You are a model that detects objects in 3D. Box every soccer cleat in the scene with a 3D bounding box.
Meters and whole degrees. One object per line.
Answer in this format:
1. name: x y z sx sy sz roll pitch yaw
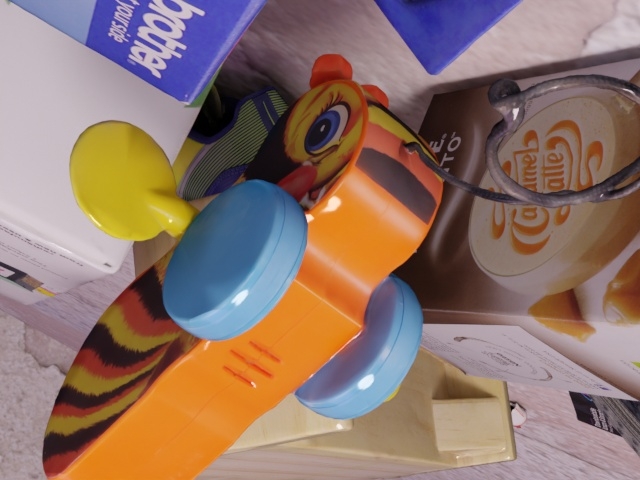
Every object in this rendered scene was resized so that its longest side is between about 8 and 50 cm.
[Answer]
1. soccer cleat: 0.183 0.180 1.246 0.083 0.029 0.035 9 147 39
2. soccer cleat: -0.099 -0.075 0.864 0.289 0.093 0.121 12 128 52

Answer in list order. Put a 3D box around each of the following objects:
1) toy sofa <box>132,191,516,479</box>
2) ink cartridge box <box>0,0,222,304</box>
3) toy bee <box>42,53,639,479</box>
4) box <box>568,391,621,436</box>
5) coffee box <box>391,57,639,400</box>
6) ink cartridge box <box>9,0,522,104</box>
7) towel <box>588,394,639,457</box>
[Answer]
1. toy sofa: -0.003 0.082 0.791 0.177 0.150 0.362 -14 162 23
2. ink cartridge box: -0.157 -0.079 0.688 0.117 0.201 0.278 29 163 -17
3. toy bee: 0.000 0.000 0.528 0.298 0.162 0.195 -20 129 11
4. box: 0.294 0.153 0.994 0.162 0.029 0.116 17 160 26
5. coffee box: 0.140 -0.003 0.566 0.098 0.141 0.246 31 163 -29
6. ink cartridge box: -0.097 -0.199 0.350 0.396 0.151 0.270 29 163 -10
7. towel: 0.272 0.139 0.740 0.324 0.056 0.312 54 175 27
